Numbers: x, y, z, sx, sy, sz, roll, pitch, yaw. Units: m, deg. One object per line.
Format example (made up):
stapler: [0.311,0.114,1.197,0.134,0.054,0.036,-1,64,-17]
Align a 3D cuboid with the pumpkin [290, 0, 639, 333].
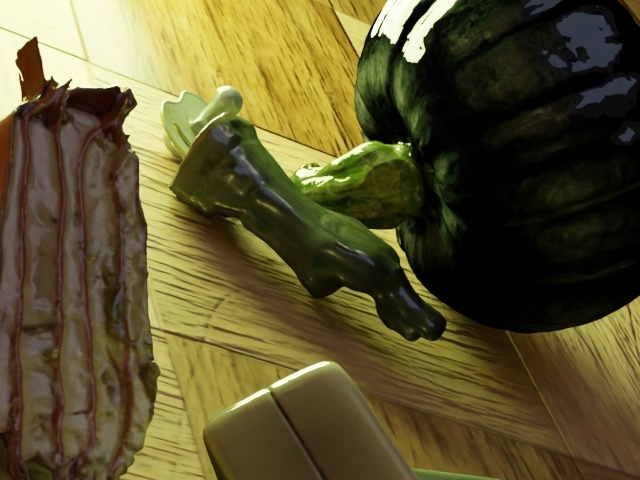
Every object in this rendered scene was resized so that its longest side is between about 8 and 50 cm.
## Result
pumpkin: [0.120,-0.064,1.258,0.296,0.296,0.296,27,25,-14]

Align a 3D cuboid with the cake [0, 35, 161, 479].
cake: [-0.157,0.032,0.947,0.098,0.135,0.287,23,46,-34]

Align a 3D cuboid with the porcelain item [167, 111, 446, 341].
porcelain item: [0.000,0.000,1.202,0.216,0.069,0.081,37,11,10]

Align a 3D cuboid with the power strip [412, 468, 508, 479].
power strip: [0.110,0.188,1.010,0.288,0.053,0.093,12,32,-38]

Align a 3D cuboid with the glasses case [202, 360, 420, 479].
glasses case: [0.059,0.216,0.764,0.336,0.076,0.144,56,-12,33]

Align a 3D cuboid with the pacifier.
pacifier: [-0.080,-0.086,1.271,0.068,0.064,0.083,53,25,-1]
